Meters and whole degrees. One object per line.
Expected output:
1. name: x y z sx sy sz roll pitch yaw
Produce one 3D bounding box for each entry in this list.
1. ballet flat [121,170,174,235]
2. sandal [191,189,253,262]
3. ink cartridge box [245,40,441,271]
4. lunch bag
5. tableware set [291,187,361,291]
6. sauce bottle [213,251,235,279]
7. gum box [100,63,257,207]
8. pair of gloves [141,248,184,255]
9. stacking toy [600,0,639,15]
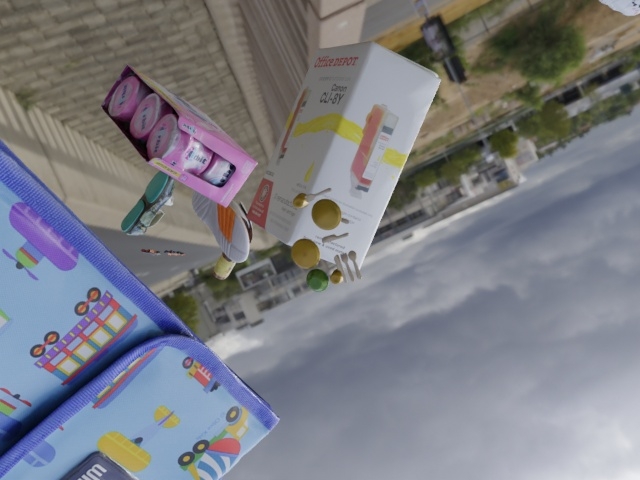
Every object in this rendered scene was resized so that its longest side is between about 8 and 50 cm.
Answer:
1. ballet flat: -0.350 -0.080 1.499 0.188 0.070 0.070 -44 172 25
2. sandal: -0.206 -0.054 1.594 0.076 0.265 0.102 -4 127 -36
3. ink cartridge box: 0.031 -0.170 1.353 0.384 0.160 0.279 -66 -156 3
4. lunch bag: -0.180 0.110 0.426 0.221 0.293 0.138 -45 -149 -11
5. tableware set: 0.000 0.000 1.069 0.104 0.154 0.024 -17 -172 24
6. sauce bottle: -0.215 0.040 1.667 0.042 0.042 0.128 -25 157 -46
7. gum box: -0.159 -0.117 0.782 0.107 0.188 0.062 29 100 -42
8. pair of gloves: -0.324 0.026 1.452 0.083 0.010 0.074 3 175 1
9. stacking toy: 0.284 -0.197 0.465 0.221 0.166 0.052 22 163 -17
